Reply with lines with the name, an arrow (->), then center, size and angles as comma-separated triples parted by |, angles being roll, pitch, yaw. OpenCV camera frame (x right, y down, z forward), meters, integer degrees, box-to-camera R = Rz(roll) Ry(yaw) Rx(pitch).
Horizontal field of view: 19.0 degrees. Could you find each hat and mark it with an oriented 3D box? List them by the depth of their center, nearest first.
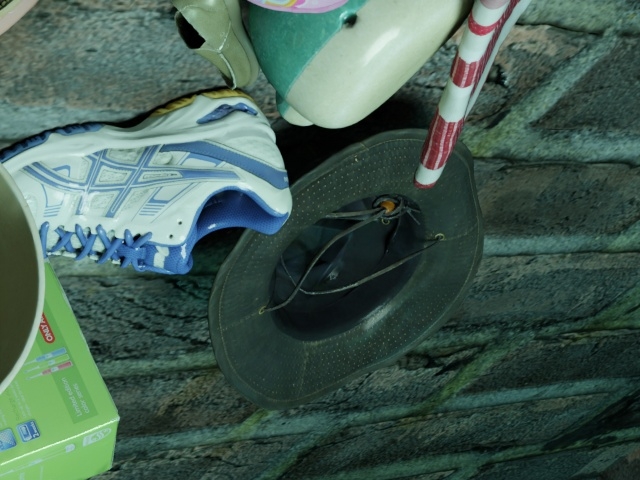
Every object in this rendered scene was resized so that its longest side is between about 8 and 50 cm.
hat -> 0.000, 0.000, 1.822 | 0.331, 0.134, 0.331 | -25, 140, -22

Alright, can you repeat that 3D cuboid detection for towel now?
towel -> 0.154, -0.205, 1.494 | 0.329, 0.037, 0.237 | 106, 10, -61

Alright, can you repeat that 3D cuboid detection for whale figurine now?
whale figurine -> 0.032, -0.187, 1.495 | 0.216, 0.141, 0.272 | -45, 178, 14

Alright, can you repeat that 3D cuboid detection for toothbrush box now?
toothbrush box -> -0.341, 0.136, 1.625 | 0.283, 0.206, 0.122 | -20, 157, -21

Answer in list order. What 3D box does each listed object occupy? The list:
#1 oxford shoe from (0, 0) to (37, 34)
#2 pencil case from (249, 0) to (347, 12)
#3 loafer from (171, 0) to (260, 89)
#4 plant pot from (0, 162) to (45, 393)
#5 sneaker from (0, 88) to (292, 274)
oxford shoe -> -0.301, -0.174, 1.093 | 0.397, 0.140, 0.146 | -23, 127, -54
pencil case -> 0.003, -0.271, 1.247 | 0.124, 0.124, 0.284 | -17, 155, -25
loafer -> -0.085, -0.164, 1.475 | 0.050, 0.056, 0.148 | -25, 148, -5
plant pot -> -0.365, 0.059, 1.423 | 0.256, 0.256, 0.274 | -16, 169, -28
sneaker -> -0.163, -0.026, 1.580 | 0.296, 0.131, 0.112 | -20, 159, -15
